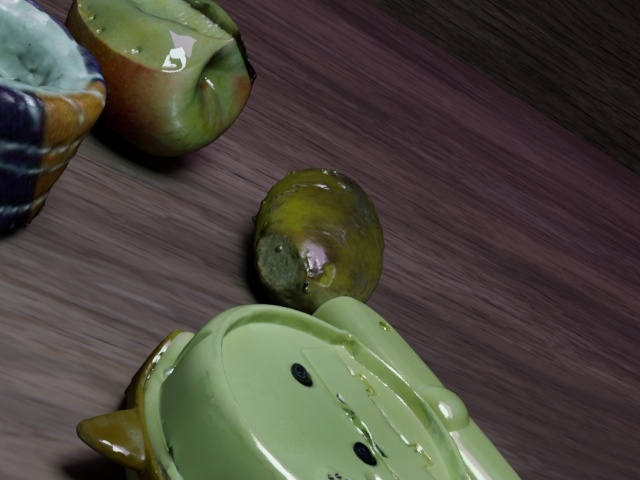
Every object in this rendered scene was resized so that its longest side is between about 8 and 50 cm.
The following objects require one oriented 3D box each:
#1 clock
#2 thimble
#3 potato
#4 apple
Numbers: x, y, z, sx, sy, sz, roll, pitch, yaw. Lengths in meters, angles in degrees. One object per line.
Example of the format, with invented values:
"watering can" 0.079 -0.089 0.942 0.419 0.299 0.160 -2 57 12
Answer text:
"clock" -0.006 0.166 0.799 0.348 0.117 0.286 5 38 -54
"thimble" -0.301 -0.124 0.872 0.237 0.150 0.237 30 23 -14
"potato" 0.000 0.000 1.141 0.149 0.113 0.251 39 20 -9
"apple" -0.180 -0.188 1.161 0.188 0.174 0.207 25 18 23
